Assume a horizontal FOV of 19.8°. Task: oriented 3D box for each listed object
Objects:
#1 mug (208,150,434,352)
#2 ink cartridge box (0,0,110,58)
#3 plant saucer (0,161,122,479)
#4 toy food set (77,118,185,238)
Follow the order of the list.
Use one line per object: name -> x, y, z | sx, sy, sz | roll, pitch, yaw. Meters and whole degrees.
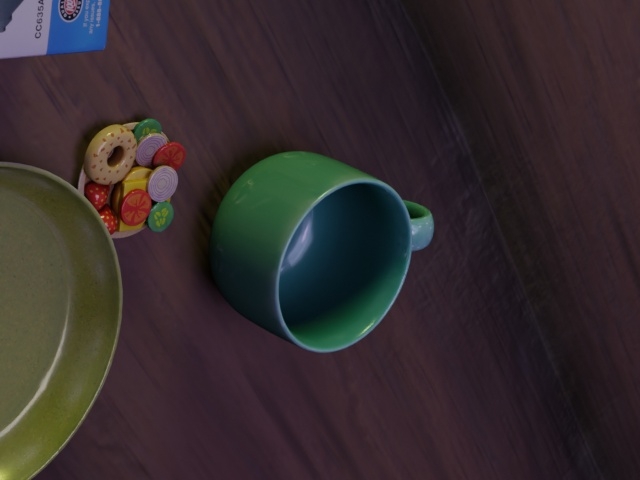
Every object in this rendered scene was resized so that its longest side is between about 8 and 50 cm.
mug -> -0.006, 0.007, 1.300 | 0.157, 0.097, 0.129 | 27, 88, -49
ink cartridge box -> -0.212, -0.173, 1.022 | 0.190, 0.082, 0.140 | -12, 117, -43
plant saucer -> -0.231, 0.061, 1.147 | 0.241, 0.037, 0.241 | -21, 123, -38
toy food set -> -0.125, -0.040, 1.216 | 0.082, 0.020, 0.083 | -10, 115, -42
